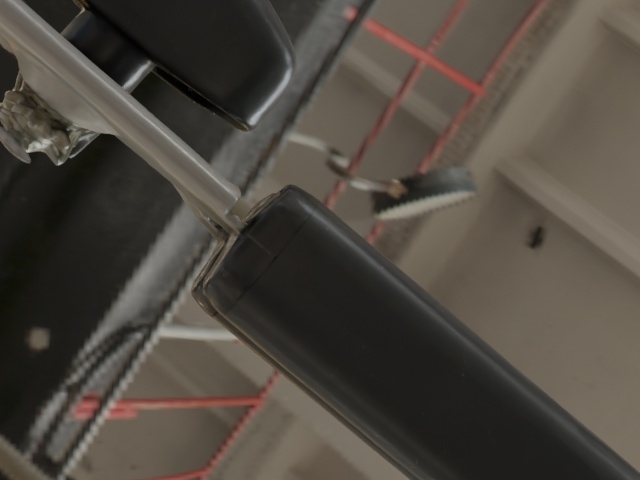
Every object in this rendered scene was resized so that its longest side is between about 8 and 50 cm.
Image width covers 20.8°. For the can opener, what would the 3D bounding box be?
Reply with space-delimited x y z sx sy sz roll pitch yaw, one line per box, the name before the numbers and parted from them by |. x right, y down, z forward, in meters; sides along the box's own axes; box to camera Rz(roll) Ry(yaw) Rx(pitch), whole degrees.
can opener | 0.000 0.000 0.535 0.280 0.074 0.093 44 -95 -4
